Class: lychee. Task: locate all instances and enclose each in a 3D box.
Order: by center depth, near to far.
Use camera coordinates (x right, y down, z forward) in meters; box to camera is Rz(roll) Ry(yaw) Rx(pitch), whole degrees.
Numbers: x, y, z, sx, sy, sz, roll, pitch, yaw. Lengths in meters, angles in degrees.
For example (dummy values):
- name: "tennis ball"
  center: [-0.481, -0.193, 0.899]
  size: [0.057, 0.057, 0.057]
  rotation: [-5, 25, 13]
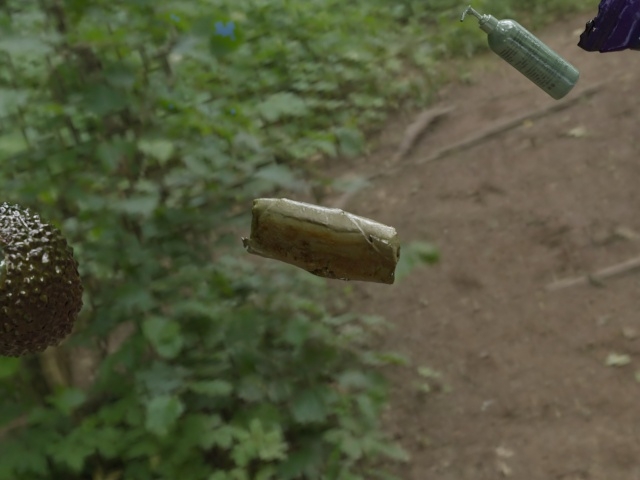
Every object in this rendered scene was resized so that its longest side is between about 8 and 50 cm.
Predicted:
- name: "lychee"
  center: [-0.317, 0.046, 1.160]
  size: [0.171, 0.171, 0.171]
  rotation: [-20, -1, 0]

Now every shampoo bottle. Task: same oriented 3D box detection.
- name: "shampoo bottle"
  center: [0.287, -0.282, 1.672]
  size: [0.056, 0.195, 0.056]
  rotation: [-50, 14, 17]

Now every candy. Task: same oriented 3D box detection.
- name: "candy"
  center: [0.454, -0.279, 1.426]
  size: [0.275, 0.070, 0.145]
  rotation: [7, -56, -27]

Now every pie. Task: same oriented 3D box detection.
- name: "pie"
  center: [0.000, 0.000, 1.985]
  size: [0.283, 0.128, 0.068]
  rotation: [12, 31, 11]
